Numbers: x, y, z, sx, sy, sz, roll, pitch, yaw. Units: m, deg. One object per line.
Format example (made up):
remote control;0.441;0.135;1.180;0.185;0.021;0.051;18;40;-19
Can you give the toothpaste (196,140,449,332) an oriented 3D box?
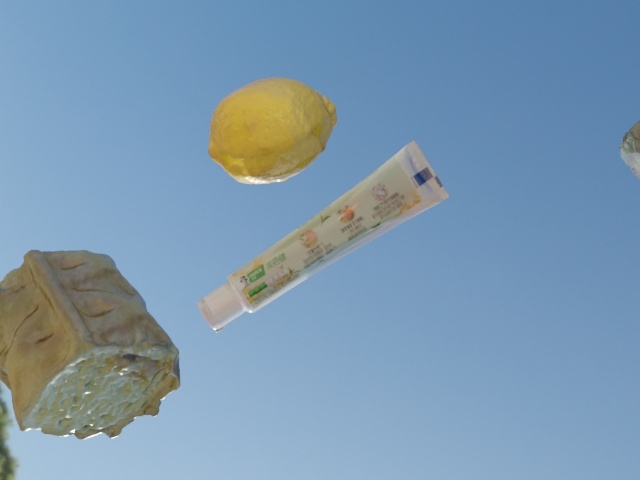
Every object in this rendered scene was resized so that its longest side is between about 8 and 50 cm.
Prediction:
toothpaste;0.000;0.000;0.876;0.314;0.058;0.056;-33;-132;-6

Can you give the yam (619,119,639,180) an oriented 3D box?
yam;0.493;-0.054;0.919;0.154;0.154;0.254;-49;-120;32

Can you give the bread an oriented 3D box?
bread;-0.358;0.147;1.114;0.252;0.239;0.196;54;-52;43

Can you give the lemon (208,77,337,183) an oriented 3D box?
lemon;-0.052;-0.122;0.843;0.114;0.155;0.114;58;-17;30
